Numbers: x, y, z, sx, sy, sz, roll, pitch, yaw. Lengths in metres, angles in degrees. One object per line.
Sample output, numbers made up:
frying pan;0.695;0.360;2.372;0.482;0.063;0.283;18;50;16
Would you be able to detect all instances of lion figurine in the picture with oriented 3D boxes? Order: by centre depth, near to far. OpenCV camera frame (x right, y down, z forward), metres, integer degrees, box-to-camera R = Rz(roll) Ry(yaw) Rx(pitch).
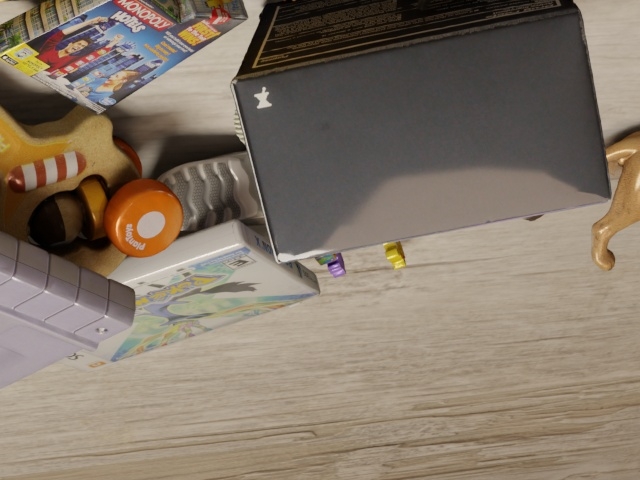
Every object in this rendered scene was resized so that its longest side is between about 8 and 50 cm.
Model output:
lion figurine;0.467;-0.059;1.942;0.392;0.142;0.240;10;138;-30

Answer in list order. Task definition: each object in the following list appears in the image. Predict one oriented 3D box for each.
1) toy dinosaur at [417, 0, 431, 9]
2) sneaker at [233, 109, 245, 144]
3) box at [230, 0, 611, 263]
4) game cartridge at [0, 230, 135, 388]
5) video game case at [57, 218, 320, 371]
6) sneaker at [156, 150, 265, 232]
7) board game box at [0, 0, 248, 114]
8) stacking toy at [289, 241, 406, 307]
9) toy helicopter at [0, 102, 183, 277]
toy dinosaur;0.089;-0.312;1.258;0.322;0.164;0.218;-22;155;-3
sneaker;0.064;-0.148;1.652;0.293;0.102;0.146;-15;159;11
box;0.091;-0.129;1.406;0.296;0.294;0.183;-11;109;8
game cartridge;-0.390;0.090;1.603;0.230;0.068;0.355;22;145;-39
video game case;-0.194;0.074;1.817;0.329;0.036;0.300;-19;163;12
sneaker;-0.070;-0.067;1.769;0.281;0.105;0.115;-3;-175;-26
board game box;-0.177;-0.205;1.439;0.194;0.060;0.194;-24;162;13
stacking toy;0.000;0.000;1.946;0.167;0.052;0.221;-21;150;10
toy helicopter;-0.318;-0.069;1.553;0.235;0.140;0.355;-41;133;-5
